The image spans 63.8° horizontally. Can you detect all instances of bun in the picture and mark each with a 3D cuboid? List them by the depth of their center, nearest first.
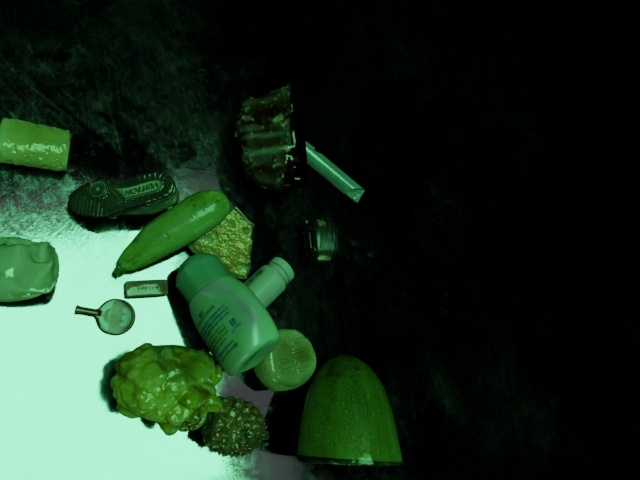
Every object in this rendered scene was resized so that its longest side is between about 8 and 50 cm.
[{"bbox_3d":[-0.112,0.354,1.534,0.193,0.128,0.179,-3,78,-42],"label":"bun"}]

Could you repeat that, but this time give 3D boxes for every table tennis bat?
[{"bbox_3d":[-0.575,0.200,1.379,0.154,0.019,0.098,17,68,-28],"label":"table tennis bat"}]

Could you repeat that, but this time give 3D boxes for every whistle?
[{"bbox_3d":[0.027,-0.249,1.817,0.312,0.062,0.062,38,61,-15],"label":"whistle"}]

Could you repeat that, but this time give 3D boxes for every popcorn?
[{"bbox_3d":[-0.380,0.366,1.302,0.286,0.252,0.215,15,100,-55],"label":"popcorn"}]

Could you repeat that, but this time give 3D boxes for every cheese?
[{"bbox_3d":[-0.752,-0.252,1.358,0.167,0.094,0.123,8,74,-27],"label":"cheese"}]

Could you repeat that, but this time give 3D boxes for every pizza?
[{"bbox_3d":[-0.271,0.015,1.570,0.188,0.080,0.204,-47,105,-7],"label":"pizza"}]

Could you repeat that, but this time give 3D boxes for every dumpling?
[{"bbox_3d":[-0.767,0.061,1.263,0.252,0.131,0.179,0,55,-8],"label":"dumpling"}]

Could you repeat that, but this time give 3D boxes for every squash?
[{"bbox_3d":[-0.423,-0.025,1.452,0.370,0.118,0.118,-34,94,-10],"label":"squash"},{"bbox_3d":[0.090,0.489,1.509,0.310,0.310,0.309,14,68,-26],"label":"squash"}]

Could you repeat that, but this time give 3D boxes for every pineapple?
[{"bbox_3d":[-0.224,0.516,1.408,0.193,0.166,0.166,24,66,-21],"label":"pineapple"}]

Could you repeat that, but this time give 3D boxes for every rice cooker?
[{"bbox_3d":[0.000,0.000,1.702,0.106,0.112,0.165,-5,78,-24],"label":"rice cooker"}]

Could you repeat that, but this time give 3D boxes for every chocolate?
[{"bbox_3d":[-0.163,-0.319,1.639,0.210,0.225,0.340,-6,83,5],"label":"chocolate"}]

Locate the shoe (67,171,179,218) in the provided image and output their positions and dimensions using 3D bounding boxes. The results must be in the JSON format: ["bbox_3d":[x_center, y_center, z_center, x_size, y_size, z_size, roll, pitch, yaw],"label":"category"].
[{"bbox_3d":[-0.533,-0.108,1.438,0.292,0.149,0.109,-11,76,1],"label":"shoe"}]

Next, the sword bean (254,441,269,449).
[{"bbox_3d":[-0.187,0.600,1.486,0.083,0.012,0.012,-6,79,-32],"label":"sword bean"}]

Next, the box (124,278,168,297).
[{"bbox_3d":[-0.487,0.134,1.440,0.115,0.025,0.048,1,77,-30],"label":"box"}]

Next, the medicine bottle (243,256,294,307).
[{"bbox_3d":[-0.172,0.141,1.569,0.103,0.102,0.186,51,58,-8],"label":"medicine bottle"}]

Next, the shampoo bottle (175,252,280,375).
[{"bbox_3d":[-0.273,0.186,1.425,0.151,0.222,0.349,-16,61,-50],"label":"shampoo bottle"}]
